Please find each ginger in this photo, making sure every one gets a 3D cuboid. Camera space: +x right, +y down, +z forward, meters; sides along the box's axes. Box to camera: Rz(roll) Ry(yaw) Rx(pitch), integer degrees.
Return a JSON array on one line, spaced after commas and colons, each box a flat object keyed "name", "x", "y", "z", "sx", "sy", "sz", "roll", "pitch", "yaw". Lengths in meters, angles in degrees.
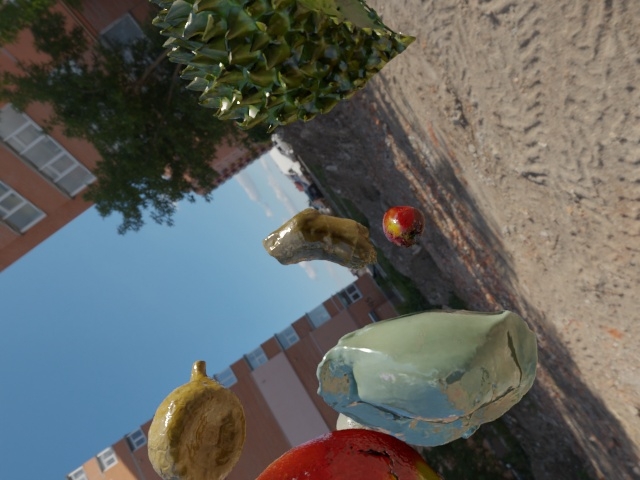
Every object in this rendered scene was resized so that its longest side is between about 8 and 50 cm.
[{"name": "ginger", "x": 0.000, "y": 0.002, "z": 0.666, "sx": 0.069, "sy": 0.191, "sz": 0.095, "roll": 77, "pitch": -157, "yaw": -70}]

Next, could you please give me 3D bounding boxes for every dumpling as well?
[{"name": "dumpling", "x": 0.192, "y": 0.213, "z": 0.701, "sx": 0.270, "sy": 0.321, "sz": 0.211, "roll": 57, "pitch": -140, "yaw": -41}]

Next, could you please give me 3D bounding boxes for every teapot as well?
[{"name": "teapot", "x": -0.274, "y": 0.410, "z": 0.849, "sx": 0.203, "sy": 0.167, "sz": 0.310, "roll": 32, "pitch": -124, "yaw": -43}]

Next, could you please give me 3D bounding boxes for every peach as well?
[{"name": "peach", "x": 0.020, "y": 0.285, "z": 0.425, "sx": 0.189, "sy": 0.280, "sz": 0.068, "roll": -111, "pitch": 17, "yaw": -51}, {"name": "peach", "x": 0.136, "y": -0.029, "z": 0.703, "sx": 0.050, "sy": 0.077, "sz": 0.083, "roll": 18, "pitch": -156, "yaw": -21}]

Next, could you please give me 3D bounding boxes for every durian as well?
[{"name": "durian", "x": -0.071, "y": -0.231, "z": 0.381, "sx": 0.351, "sy": 0.169, "sz": 0.158, "roll": 60, "pitch": 157, "yaw": 27}]

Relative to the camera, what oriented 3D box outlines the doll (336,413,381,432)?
[{"name": "doll", "x": 0.085, "y": 0.462, "z": 0.943, "sx": 0.149, "sy": 0.095, "sz": 0.191, "roll": -26, "pitch": 59, "yaw": 59}]
